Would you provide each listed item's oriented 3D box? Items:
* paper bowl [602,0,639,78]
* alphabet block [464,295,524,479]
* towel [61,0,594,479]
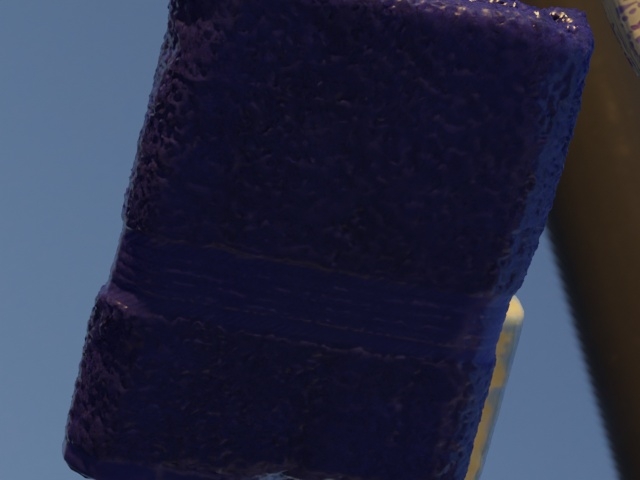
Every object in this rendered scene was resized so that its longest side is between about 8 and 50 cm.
[{"bbox_3d":[0.250,-0.147,0.741,0.284,0.148,0.284,1,-81,7],"label":"paper bowl"},{"bbox_3d":[0.021,0.090,1.428,0.193,0.197,0.192,-126,-133,-63],"label":"alphabet block"},{"bbox_3d":[0.000,0.000,0.968,0.228,0.076,0.308,10,-67,-14],"label":"towel"}]
